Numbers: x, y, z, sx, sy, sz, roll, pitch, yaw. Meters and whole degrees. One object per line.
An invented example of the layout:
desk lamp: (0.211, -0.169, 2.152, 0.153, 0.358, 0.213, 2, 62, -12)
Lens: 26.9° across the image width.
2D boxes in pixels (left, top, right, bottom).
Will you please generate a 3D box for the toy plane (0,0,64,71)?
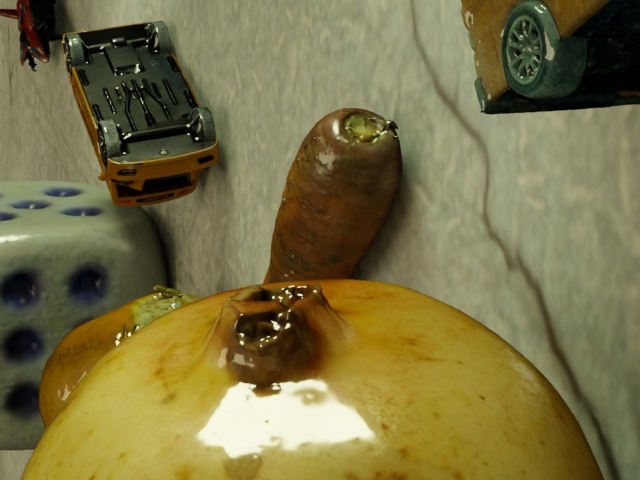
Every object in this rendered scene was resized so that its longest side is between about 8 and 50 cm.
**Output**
toy plane: (-0.286, -0.219, 1.353, 0.189, 0.061, 0.130, 48, 136, 48)

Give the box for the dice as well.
dice: (-0.243, 0.058, 1.141, 0.192, 0.194, 0.193, -146, 57, -59)

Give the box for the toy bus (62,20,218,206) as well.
toy bus: (-0.138, -0.091, 1.013, 0.194, 0.083, 0.088, -118, 24, -48)

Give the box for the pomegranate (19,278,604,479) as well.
pomegranate: (-0.002, 0.137, 0.541, 0.264, 0.264, 0.264, 175, 90, -66)

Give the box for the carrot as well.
carrot: (0.000, 0.000, 0.753, 0.186, 0.060, 0.060, 111, 145, -48)

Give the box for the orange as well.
orange: (-0.117, 0.104, 0.932, 0.156, 0.157, 0.134, 10, 124, 65)

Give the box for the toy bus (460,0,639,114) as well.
toy bus: (0.118, -0.116, 0.427, 0.182, 0.091, 0.103, 138, 124, -63)
